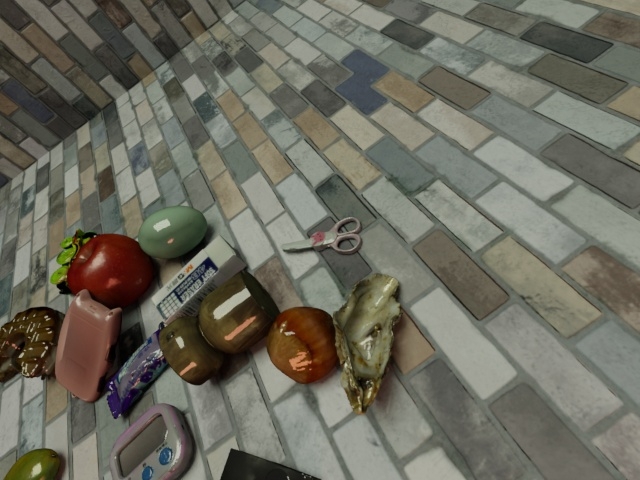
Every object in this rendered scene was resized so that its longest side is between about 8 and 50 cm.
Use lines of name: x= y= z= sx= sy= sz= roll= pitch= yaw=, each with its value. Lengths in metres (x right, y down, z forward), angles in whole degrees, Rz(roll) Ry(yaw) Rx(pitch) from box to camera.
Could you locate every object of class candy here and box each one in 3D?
candy: x=-0.513 y=0.364 z=1.212 sx=0.275 sy=0.070 sz=0.145 roll=-50 pitch=42 yaw=-5

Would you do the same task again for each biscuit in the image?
biscuit: x=-1.016 y=0.359 z=1.474 sx=0.367 sy=0.115 sz=0.268 roll=-10 pitch=54 yaw=22

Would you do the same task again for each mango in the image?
mango: x=-0.806 y=0.645 z=1.165 sx=0.191 sy=0.085 sz=0.122 roll=-22 pitch=53 yaw=14

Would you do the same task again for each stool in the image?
stool: x=-0.252 y=0.221 z=1.090 sx=0.264 sy=0.179 sz=0.179 roll=-37 pitch=47 yaw=1

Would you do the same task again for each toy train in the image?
toy train: x=-0.943 y=0.076 z=1.648 sx=0.161 sy=0.100 sz=0.296 roll=-21 pitch=49 yaw=6

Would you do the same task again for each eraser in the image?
eraser: x=-0.368 y=0.128 z=1.287 sx=0.287 sy=0.086 sz=0.130 roll=-44 pitch=49 yaw=-5

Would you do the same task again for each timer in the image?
timer: x=-0.415 y=0.524 z=1.039 sx=0.208 sy=0.069 sz=0.191 roll=-43 pitch=49 yaw=-3

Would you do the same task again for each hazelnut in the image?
hazelnut: x=-0.040 y=0.228 z=0.973 sx=0.182 sy=0.182 sz=0.181 roll=-15 pitch=52 yaw=20

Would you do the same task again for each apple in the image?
apple: x=-0.701 y=0.104 z=1.410 sx=0.261 sy=0.216 sz=0.260 roll=-18 pitch=50 yaw=22

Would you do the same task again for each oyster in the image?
oyster: x=0.099 y=0.216 z=0.924 sx=0.167 sy=0.110 sz=0.341 roll=10 pitch=51 yaw=-10

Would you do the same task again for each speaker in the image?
speaker: x=-0.110 y=0.511 z=0.889 sx=0.218 sy=0.044 sz=0.082 roll=2 pitch=59 yaw=31

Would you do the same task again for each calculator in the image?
calculator: x=-0.707 y=0.329 z=1.268 sx=0.220 sy=0.048 sz=0.329 roll=20 pitch=98 yaw=20

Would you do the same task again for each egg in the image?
egg: x=-0.494 y=-0.029 z=1.414 sx=0.231 sy=0.168 sz=0.168 roll=-23 pitch=48 yaw=-3

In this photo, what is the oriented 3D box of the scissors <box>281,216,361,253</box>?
scissors: x=0.000 y=0.000 z=1.204 sx=0.243 sy=0.030 sz=0.118 roll=-11 pitch=52 yaw=20
